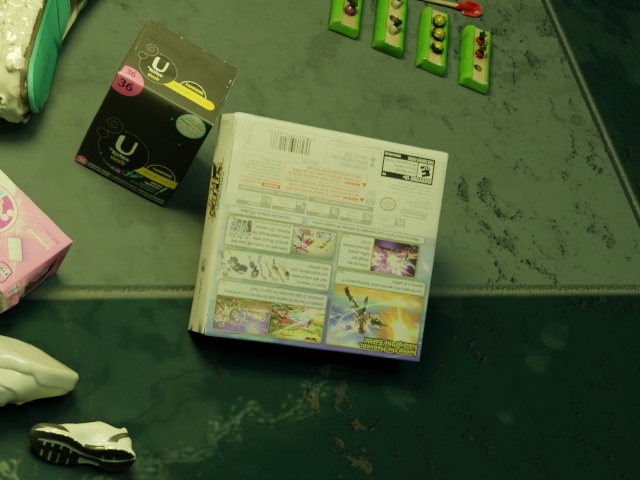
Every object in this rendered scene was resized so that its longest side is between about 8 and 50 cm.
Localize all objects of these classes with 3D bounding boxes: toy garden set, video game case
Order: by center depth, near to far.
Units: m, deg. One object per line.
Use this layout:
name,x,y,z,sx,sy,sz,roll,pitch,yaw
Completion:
video game case,0.000,0.000,1.685,0.269,0.061,0.244,9,87,-24
toy garden set,0.139,-0.335,2.107,0.244,0.049,0.204,21,49,-15

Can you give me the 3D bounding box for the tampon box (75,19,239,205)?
tampon box,-0.186,-0.143,1.700,0.120,0.161,0.101,28,47,-8

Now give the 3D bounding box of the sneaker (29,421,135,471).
sneaker,-0.240,0.201,1.502,0.109,0.040,0.044,17,33,-23

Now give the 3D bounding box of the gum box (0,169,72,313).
gum box,-0.361,-0.014,1.571,0.188,0.062,0.107,43,47,6

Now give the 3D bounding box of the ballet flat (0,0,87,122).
ballet flat,-0.343,-0.308,1.764,0.147,0.147,0.409,25,48,-11

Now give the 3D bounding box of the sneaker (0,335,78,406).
sneaker,-0.336,0.144,1.466,0.080,0.094,0.212,26,8,42
